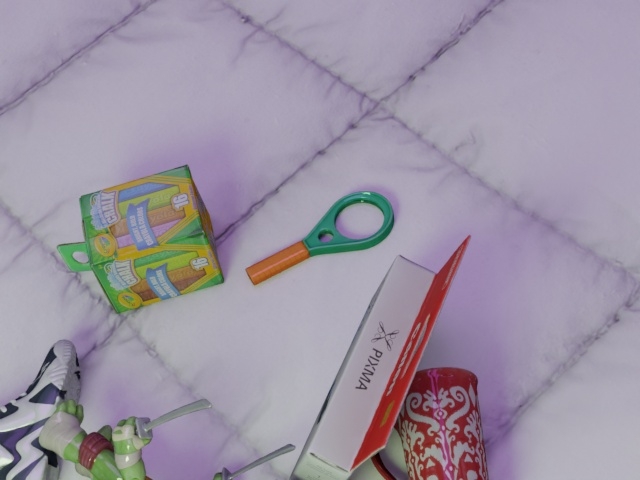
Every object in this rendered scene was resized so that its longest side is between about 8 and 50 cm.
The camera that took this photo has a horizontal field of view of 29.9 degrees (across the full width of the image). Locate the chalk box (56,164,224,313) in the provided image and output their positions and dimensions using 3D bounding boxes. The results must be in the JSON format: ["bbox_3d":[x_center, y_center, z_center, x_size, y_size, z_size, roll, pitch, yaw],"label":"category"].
[{"bbox_3d":[-0.262,0.006,1.704,0.213,0.132,0.132,-18,54,0],"label":"chalk box"}]

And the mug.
[{"bbox_3d":[0.143,0.264,1.482,0.113,0.150,0.169,11,54,-28],"label":"mug"}]

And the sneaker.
[{"bbox_3d":[-0.414,0.235,1.595,0.153,0.094,0.235,6,67,4],"label":"sneaker"}]

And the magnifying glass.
[{"bbox_3d":[0.000,0.000,1.723,0.231,0.026,0.092,-28,55,-8],"label":"magnifying glass"}]

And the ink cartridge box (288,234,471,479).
[{"bbox_3d":[0.069,0.148,1.463,0.066,0.261,0.296,26,61,0],"label":"ink cartridge box"}]

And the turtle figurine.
[{"bbox_3d":[-0.194,0.266,1.471,0.266,0.198,0.275,24,104,35],"label":"turtle figurine"}]
